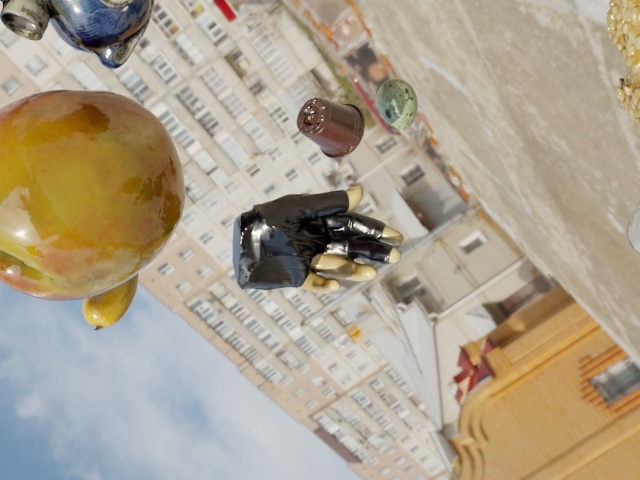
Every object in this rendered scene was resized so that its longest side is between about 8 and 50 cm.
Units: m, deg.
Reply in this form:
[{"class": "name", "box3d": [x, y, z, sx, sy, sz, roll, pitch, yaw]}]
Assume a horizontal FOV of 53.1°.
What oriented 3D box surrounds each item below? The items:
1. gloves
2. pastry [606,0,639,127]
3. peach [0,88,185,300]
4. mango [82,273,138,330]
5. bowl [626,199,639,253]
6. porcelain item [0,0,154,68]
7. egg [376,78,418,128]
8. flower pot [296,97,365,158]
[{"class": "gloves", "box3d": [-0.005, -0.003, 1.111, 0.152, 0.300, 0.197, -78, -7, -67]}, {"class": "pastry", "box3d": [0.419, -0.245, 0.713, 0.284, 0.184, 0.316, -26, -74, -53]}, {"class": "peach", "box3d": [-0.357, -0.077, 0.943, 0.307, 0.332, 0.308, 23, 151, 14]}, {"class": "mango", "box3d": [-0.436, 0.104, 1.341, 0.066, 0.101, 0.188, 77, -151, -56]}, {"class": "bowl", "box3d": [0.517, -0.054, 0.877, 0.189, 0.189, 0.086, -113, -2, -60]}, {"class": "porcelain item", "box3d": [-0.356, -0.327, 0.805, 0.288, 0.186, 0.138, 28, 163, -37]}, {"class": "egg", "box3d": [0.162, -0.285, 1.342, 0.085, 0.085, 0.110, 12, -121, -79]}, {"class": "flower pot", "box3d": [0.012, -0.214, 1.165, 0.089, 0.111, 0.111, 21, -150, -46]}]
